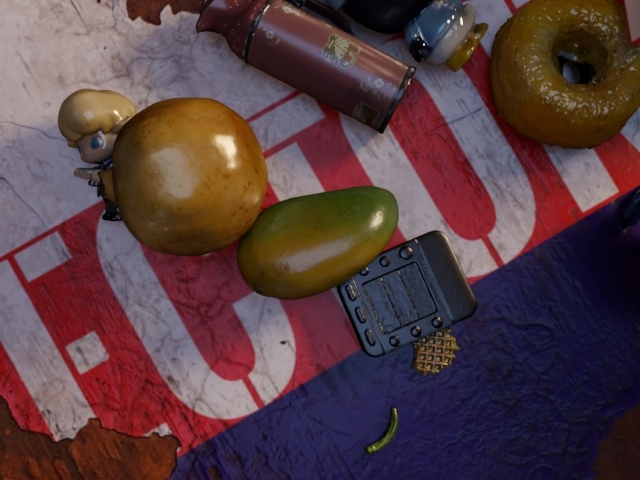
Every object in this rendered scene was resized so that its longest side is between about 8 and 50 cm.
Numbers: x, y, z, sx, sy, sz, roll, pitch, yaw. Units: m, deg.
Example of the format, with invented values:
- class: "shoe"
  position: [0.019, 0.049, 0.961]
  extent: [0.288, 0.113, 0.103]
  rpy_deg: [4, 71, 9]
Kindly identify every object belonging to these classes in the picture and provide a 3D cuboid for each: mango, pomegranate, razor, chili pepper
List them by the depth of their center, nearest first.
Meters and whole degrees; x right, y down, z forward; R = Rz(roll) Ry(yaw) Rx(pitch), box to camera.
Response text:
- class: "pomegranate"
  position: [-0.178, -0.090, 0.866]
  extent: [0.233, 0.233, 0.233]
  rpy_deg: [0, 87, -2]
- class: "mango"
  position: [0.000, 0.000, 0.917]
  extent: [0.251, 0.114, 0.156]
  rpy_deg: [-16, 44, -6]
- class: "chili pepper"
  position: [0.097, 0.295, 0.960]
  extent: [0.030, 0.017, 0.083]
  rpy_deg: [39, 87, 2]
- class: "razor"
  position: [0.589, -0.143, 0.985]
  extent: [0.324, 0.093, 0.056]
  rpy_deg: [-41, 49, 1]

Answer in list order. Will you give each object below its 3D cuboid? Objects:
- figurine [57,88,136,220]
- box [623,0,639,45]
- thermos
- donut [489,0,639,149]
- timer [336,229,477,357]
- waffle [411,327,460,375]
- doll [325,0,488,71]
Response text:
- class: "figurine"
  position: [-0.326, -0.126, 0.936]
  extent: [0.108, 0.114, 0.195]
  rpy_deg: [-8, 98, -25]
- class: "box"
  position: [0.608, -0.448, 0.833]
  extent: [0.315, 0.300, 0.312]
  rpy_deg: [-7, 86, -27]
- class: "thermos"
  position: [-0.021, -0.295, 0.940]
  extent: [0.330, 0.109, 0.136]
  rpy_deg: [28, 100, 0]
- class: "donut"
  position: [0.379, -0.265, 0.958]
  extent: [0.254, 0.118, 0.253]
  rpy_deg: [0, 72, -1]
- class: "timer"
  position: [0.128, 0.080, 0.956]
  extent: [0.188, 0.055, 0.144]
  rpy_deg: [-22, 84, -7]
- class: "waffle"
  position: [0.171, 0.162, 0.970]
  extent: [0.078, 0.016, 0.085]
  rpy_deg: [-24, 88, -7]
- class: "doll"
  position: [0.107, -0.383, 0.936]
  extent: [0.314, 0.141, 0.177]
  rpy_deg: [35, 61, -6]
